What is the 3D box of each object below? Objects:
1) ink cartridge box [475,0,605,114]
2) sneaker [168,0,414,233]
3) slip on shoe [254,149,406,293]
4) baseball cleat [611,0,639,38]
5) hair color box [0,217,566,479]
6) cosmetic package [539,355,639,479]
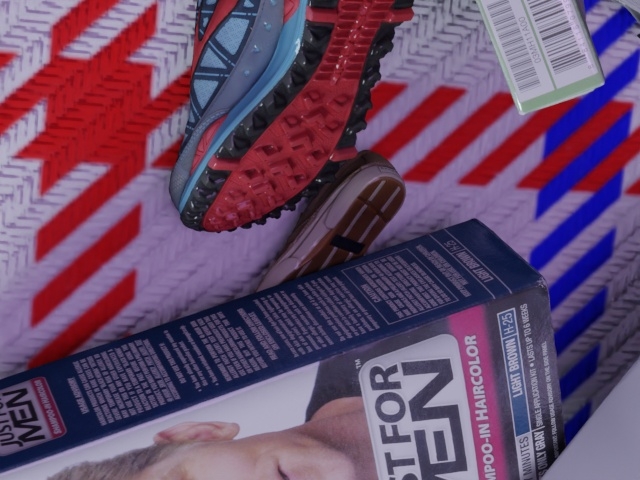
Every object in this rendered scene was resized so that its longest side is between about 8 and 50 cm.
[{"bbox_3d":[0.106,-0.189,0.878,0.056,0.235,0.171,-21,109,12],"label":"ink cartridge box"},{"bbox_3d":[-0.024,-0.124,0.908,0.104,0.125,0.262,4,126,-42],"label":"sneaker"},{"bbox_3d":[0.000,0.000,0.969,0.051,0.041,0.135,21,113,-38],"label":"slip on shoe"},{"bbox_3d":[0.211,-0.229,0.970,0.109,0.072,0.206,-19,104,-9],"label":"baseball cleat"},{"bbox_3d":[-0.027,0.129,0.936,0.347,0.105,0.174,-19,119,-13],"label":"hair color box"},{"bbox_3d":[0.259,0.187,1.003,0.377,0.097,0.284,-50,136,-3],"label":"cosmetic package"}]
